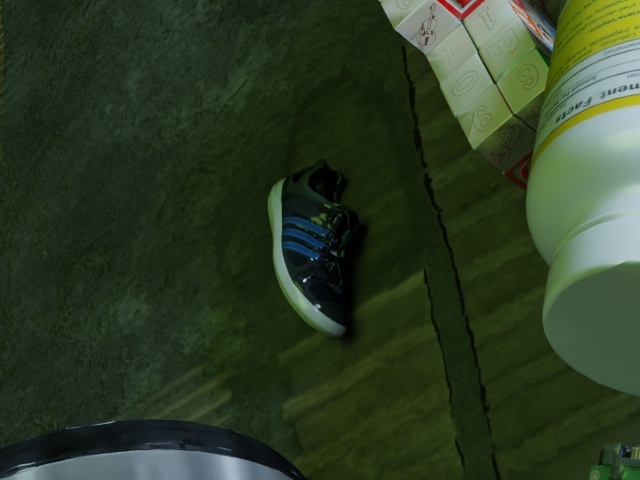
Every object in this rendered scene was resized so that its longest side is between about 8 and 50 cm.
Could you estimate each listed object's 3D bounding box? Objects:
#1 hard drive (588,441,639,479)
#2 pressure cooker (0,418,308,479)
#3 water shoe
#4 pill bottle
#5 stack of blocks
[{"bbox_3d":[0.249,0.296,0.748,0.237,0.064,0.338,-6,63,44],"label":"hard drive"},{"bbox_3d":[-0.123,0.380,0.851,0.376,0.370,0.420,-22,49,5],"label":"pressure cooker"},{"bbox_3d":[0.000,0.000,1.186,0.080,0.073,0.203,-37,45,21],"label":"water shoe"},{"bbox_3d":[0.242,-0.069,0.835,0.188,0.188,0.333,-19,40,38],"label":"pill bottle"},{"bbox_3d":[0.140,-0.181,1.076,0.087,0.171,0.297,-40,44,22],"label":"stack of blocks"}]
